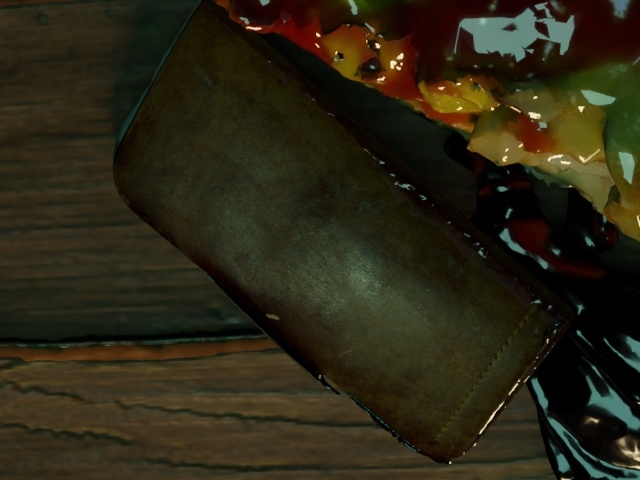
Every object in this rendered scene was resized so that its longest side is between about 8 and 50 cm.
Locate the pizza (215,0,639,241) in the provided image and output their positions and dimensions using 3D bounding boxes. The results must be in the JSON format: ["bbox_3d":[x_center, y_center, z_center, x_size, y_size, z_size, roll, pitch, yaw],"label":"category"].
[{"bbox_3d":[0.196,-0.110,0.702,0.440,0.130,0.406,-28,84,10],"label":"pizza"}]

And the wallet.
[{"bbox_3d":[0.000,0.000,0.806,0.255,0.031,0.137,43,125,13],"label":"wallet"}]

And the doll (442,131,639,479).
[{"bbox_3d":[0.141,0.046,0.804,0.248,0.088,0.127,43,128,8],"label":"doll"}]
